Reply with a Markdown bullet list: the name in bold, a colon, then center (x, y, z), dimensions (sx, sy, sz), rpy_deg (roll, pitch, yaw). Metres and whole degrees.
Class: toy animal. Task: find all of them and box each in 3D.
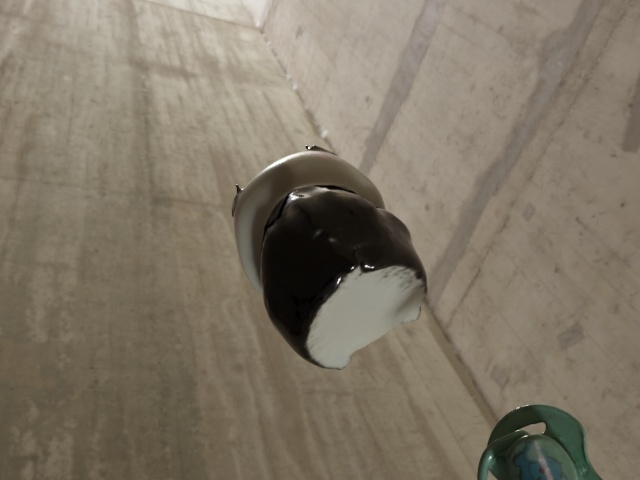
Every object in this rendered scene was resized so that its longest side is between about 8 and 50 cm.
- **toy animal**: center (0.000, 0.000, 0.911), dimensions (0.310, 0.250, 0.251), rpy_deg (54, -46, 40)

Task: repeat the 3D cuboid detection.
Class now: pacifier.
- **pacifier**: center (0.230, 0.249, 0.632), dimensions (0.126, 0.116, 0.150), rpy_deg (-34, -129, 14)
